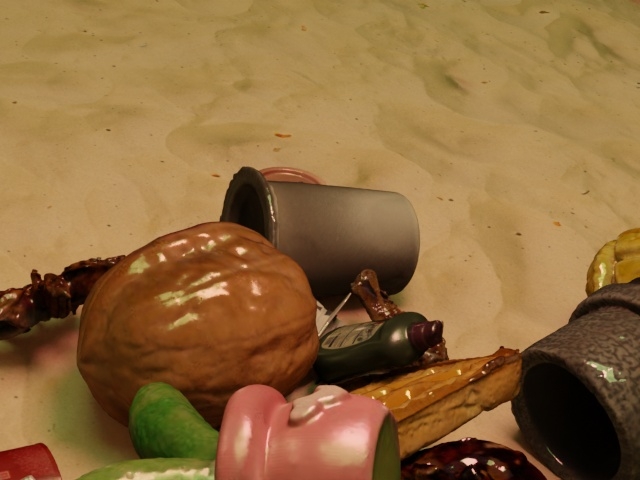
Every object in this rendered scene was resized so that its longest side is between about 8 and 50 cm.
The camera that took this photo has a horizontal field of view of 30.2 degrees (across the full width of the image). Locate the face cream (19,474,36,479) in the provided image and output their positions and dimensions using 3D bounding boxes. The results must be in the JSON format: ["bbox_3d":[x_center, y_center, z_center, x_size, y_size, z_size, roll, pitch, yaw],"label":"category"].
[{"bbox_3d":[-0.284,0.459,1.140,0.234,0.137,0.420,-30,69,-17],"label":"face cream"}]

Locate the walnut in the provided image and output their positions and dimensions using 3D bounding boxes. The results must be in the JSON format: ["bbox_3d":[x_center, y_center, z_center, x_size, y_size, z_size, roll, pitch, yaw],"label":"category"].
[{"bbox_3d":[-0.181,0.129,1.661,0.344,0.306,0.306,-11,37,-30],"label":"walnut"}]

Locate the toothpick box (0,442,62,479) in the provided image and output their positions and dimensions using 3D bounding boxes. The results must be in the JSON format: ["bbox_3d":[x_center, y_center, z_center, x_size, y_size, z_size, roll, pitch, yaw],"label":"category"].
[{"bbox_3d":[-0.455,0.355,1.306,0.333,0.204,0.204,-9,36,-25],"label":"toothpick box"}]

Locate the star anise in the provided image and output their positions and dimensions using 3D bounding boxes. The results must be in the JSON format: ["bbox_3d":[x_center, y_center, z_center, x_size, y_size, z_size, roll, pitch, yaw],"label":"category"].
[{"bbox_3d":[-0.412,0.084,1.768,0.288,0.088,0.288,-21,-2,-1],"label":"star anise"}]

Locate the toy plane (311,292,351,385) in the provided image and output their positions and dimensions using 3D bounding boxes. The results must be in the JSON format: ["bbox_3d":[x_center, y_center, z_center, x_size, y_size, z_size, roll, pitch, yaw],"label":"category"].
[{"bbox_3d":[-0.025,0.174,1.828,0.160,0.082,0.234,39,56,-2],"label":"toy plane"}]

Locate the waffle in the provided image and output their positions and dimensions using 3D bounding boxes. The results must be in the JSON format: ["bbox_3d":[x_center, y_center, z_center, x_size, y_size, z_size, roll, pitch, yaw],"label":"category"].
[{"bbox_3d":[0.069,0.232,1.586,0.304,0.078,0.348,-18,1,-39],"label":"waffle"}]

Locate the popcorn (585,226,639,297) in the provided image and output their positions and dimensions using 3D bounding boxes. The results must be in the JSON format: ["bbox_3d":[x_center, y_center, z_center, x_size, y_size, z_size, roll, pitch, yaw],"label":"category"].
[{"bbox_3d":[0.577,0.103,1.972,0.225,0.276,0.276,-19,22,25],"label":"popcorn"}]

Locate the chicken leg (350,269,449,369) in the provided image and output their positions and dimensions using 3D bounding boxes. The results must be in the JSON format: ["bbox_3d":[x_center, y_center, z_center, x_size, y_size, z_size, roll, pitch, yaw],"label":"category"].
[{"bbox_3d":[0.118,0.141,1.877,0.196,0.080,0.125,34,51,-3],"label":"chicken leg"}]

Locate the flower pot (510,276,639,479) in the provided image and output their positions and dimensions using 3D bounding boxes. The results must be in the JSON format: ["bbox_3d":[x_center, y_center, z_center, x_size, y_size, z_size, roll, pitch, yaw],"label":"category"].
[{"bbox_3d":[0.454,0.217,1.719,0.283,0.299,0.299,-29,47,-28],"label":"flower pot"}]

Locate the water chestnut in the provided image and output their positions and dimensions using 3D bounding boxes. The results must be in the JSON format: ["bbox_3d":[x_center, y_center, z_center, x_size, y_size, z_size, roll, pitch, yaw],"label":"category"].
[{"bbox_3d":[0.169,0.353,1.406,0.300,0.300,0.300,7,32,-4],"label":"water chestnut"}]

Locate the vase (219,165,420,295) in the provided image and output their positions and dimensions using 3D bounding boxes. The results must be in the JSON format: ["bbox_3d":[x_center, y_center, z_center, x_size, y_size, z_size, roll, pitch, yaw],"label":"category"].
[{"bbox_3d":[0.000,0.000,1.984,0.291,0.245,0.245,1,32,-27],"label":"vase"}]

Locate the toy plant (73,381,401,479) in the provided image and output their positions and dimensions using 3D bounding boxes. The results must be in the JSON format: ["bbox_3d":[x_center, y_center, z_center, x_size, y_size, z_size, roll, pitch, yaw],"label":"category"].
[{"bbox_3d":[-0.086,0.260,1.341,0.356,0.211,0.317,-8,19,16],"label":"toy plant"}]

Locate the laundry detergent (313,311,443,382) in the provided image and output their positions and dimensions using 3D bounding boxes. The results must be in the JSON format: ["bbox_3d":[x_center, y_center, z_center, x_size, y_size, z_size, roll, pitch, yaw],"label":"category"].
[{"bbox_3d":[0.099,0.147,1.735,0.221,0.078,0.144,-21,4,41],"label":"laundry detergent"}]

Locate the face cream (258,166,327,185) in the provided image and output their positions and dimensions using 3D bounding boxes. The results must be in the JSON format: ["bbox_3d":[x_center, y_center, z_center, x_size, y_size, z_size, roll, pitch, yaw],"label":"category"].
[{"bbox_3d":[-0.063,-0.054,2.144,0.149,0.104,0.149,7,32,-4],"label":"face cream"}]
